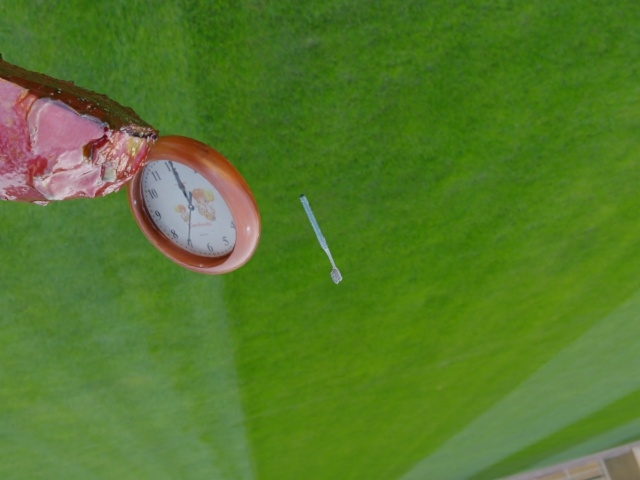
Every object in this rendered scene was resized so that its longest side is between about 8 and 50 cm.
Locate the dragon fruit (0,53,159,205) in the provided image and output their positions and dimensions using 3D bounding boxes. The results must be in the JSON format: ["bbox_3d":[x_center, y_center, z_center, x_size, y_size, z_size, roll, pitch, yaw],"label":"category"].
[{"bbox_3d":[-0.278,-0.102,0.763,0.189,0.163,0.262,-36,167,20],"label":"dragon fruit"}]

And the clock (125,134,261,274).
[{"bbox_3d":[-0.169,-0.045,0.989,0.205,0.205,0.051,-39,-172,43],"label":"clock"}]

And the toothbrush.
[{"bbox_3d":[0.000,0.000,1.137,0.011,0.014,0.167,4,130,38],"label":"toothbrush"}]
